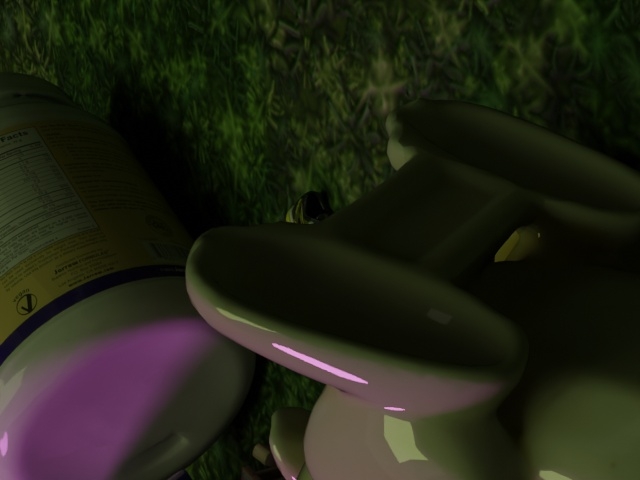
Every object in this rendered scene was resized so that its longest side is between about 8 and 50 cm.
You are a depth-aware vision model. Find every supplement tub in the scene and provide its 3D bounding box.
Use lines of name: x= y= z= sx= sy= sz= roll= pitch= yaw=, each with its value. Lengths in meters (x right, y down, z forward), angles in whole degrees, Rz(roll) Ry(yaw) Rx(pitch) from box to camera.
supplement tub: x=-0.227 y=0.035 z=1.337 sx=0.331 sy=0.241 sz=0.241 roll=52 pitch=141 yaw=36

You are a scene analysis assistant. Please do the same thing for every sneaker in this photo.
sneaker: x=0.000 y=0.000 z=1.150 sx=0.083 sy=0.031 sz=0.035 roll=60 pitch=145 yaw=28

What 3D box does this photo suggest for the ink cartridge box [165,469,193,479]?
ink cartridge box: x=-0.061 y=0.328 z=1.247 sx=0.303 sy=0.072 sz=0.307 roll=54 pitch=145 yaw=0

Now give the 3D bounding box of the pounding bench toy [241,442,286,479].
pounding bench toy: x=-0.020 y=0.188 z=1.219 sx=0.052 sy=0.065 sz=0.083 roll=38 pitch=132 yaw=49

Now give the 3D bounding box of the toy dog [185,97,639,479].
toy dog: x=0.103 y=0.180 z=0.863 sx=0.395 sy=0.284 sz=0.408 roll=19 pitch=122 yaw=14
